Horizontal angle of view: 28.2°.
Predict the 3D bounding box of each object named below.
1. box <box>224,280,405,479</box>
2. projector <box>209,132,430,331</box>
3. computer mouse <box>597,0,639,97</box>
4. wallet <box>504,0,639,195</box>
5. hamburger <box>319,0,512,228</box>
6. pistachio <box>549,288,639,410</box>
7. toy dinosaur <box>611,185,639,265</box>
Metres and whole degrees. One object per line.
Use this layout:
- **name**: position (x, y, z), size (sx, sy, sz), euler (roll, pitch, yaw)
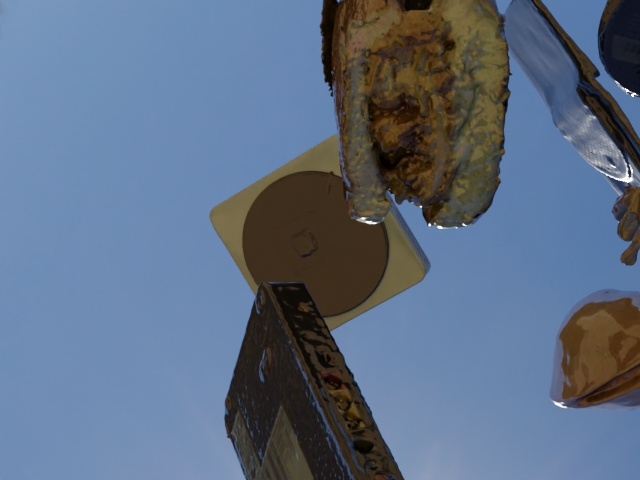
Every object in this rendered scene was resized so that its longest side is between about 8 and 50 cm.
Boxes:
- **box**: position (-0.009, 0.219, 1.255), size (0.350, 0.058, 0.211), euler (-118, -145, -47)
- **projector**: position (0.000, 0.000, 1.950), size (0.259, 0.257, 0.079), euler (-30, -176, 20)
- **computer mouse**: position (0.329, -0.239, 1.100), size (0.264, 0.147, 0.088), euler (117, -20, -49)
- **wallet**: position (0.343, -0.181, 1.696), size (0.041, 0.323, 0.247), euler (-33, 177, -3)
- **hamburger**: position (0.104, -0.189, 1.507), size (0.195, 0.318, 0.277), euler (-3, -150, -3)
- **pistachio**: position (0.381, 0.150, 1.642), size (0.212, 0.163, 0.260), euler (-46, 174, 17)
- **toy dinosaur**: position (0.353, -0.062, 1.212), size (0.199, 0.072, 0.251), euler (-86, -171, -47)
